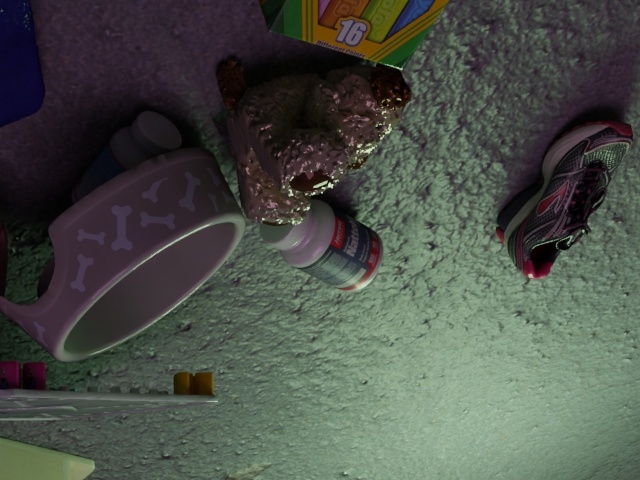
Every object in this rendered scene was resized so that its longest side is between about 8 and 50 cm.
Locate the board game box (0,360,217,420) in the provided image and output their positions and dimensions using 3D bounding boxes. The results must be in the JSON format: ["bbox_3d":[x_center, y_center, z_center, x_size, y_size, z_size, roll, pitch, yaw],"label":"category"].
[{"bbox_3d":[-0.419,0.228,1.442,0.390,0.050,0.390,-12,164,35],"label":"board game box"}]

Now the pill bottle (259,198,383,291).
[{"bbox_3d":[0.000,0.000,1.463,0.108,0.108,0.180,-39,136,25],"label":"pill bottle"}]

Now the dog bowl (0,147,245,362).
[{"bbox_3d":[-0.247,0.030,1.292,0.349,0.102,0.349,-37,168,-9],"label":"dog bowl"}]

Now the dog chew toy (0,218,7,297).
[{"bbox_3d":[-0.574,0.027,1.231,0.332,0.206,0.206,1,138,-10],"label":"dog chew toy"}]

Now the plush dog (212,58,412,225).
[{"bbox_3d":[0.001,-0.155,1.264,0.225,0.211,0.262,-18,171,-20],"label":"plush dog"}]

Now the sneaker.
[{"bbox_3d":[0.395,-0.064,1.525,0.121,0.112,0.299,6,135,-25],"label":"sneaker"}]

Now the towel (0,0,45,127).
[{"bbox_3d":[-0.461,-0.180,1.058,0.308,0.076,0.228,-25,152,-24],"label":"towel"}]

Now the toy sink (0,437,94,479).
[{"bbox_3d":[-0.548,0.476,1.805,0.153,0.131,0.234,-38,137,25],"label":"toy sink"}]

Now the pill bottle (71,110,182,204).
[{"bbox_3d":[-0.252,-0.092,1.283,0.087,0.087,0.160,20,129,-36],"label":"pill bottle"}]

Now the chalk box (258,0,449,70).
[{"bbox_3d":[0.064,-0.358,1.017,0.179,0.180,0.289,10,132,-29],"label":"chalk box"}]
